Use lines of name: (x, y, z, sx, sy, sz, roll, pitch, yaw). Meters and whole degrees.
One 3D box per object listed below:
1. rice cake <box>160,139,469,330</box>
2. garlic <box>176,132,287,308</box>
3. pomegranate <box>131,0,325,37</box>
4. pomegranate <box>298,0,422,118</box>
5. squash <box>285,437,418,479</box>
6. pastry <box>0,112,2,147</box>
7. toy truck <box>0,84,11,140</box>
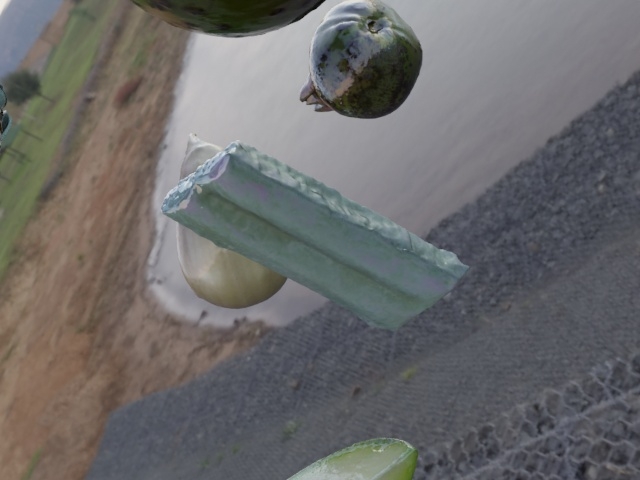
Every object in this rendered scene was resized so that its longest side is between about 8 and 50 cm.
rice cake: (0.000, 0.000, 0.600, 0.085, 0.226, 0.040, -44, 29, 36)
garlic: (-0.122, -0.013, 1.071, 0.146, 0.244, 0.164, -18, 30, -5)
pomegranate: (-0.082, -0.205, 0.445, 0.202, 0.248, 0.202, -6, -90, -84)
pomegranate: (0.031, -0.198, 0.901, 0.163, 0.125, 0.138, -11, 57, 29)
squash: (-0.054, 0.296, 0.786, 0.111, 0.203, 0.288, -145, 74, -74)
pastry: (-0.251, -0.019, 0.465, 0.192, 0.093, 0.182, -49, 43, 24)
toy truck: (-0.501, -0.189, 0.870, 0.162, 0.305, 0.136, -9, 43, 38)
